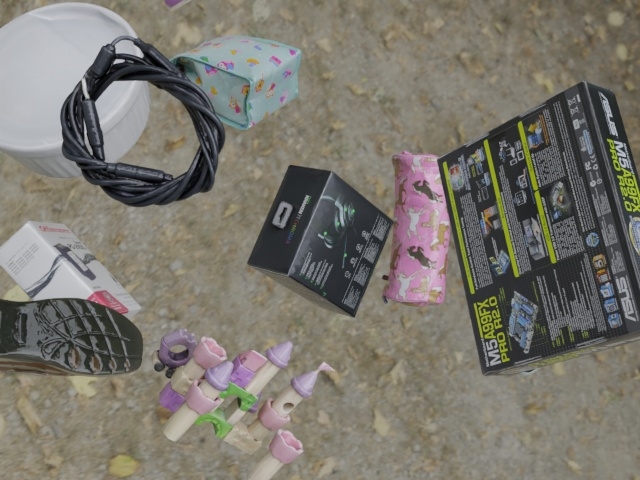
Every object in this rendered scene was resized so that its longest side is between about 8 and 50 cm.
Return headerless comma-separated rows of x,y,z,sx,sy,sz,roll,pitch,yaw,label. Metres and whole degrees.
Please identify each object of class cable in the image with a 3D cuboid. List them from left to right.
-0.183,-0.110,0.877,0.184,0.047,0.150,44,93,7,cable

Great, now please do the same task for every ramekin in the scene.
-0.384,-0.218,1.306,0.272,0.127,0.273,-3,64,7,ramekin

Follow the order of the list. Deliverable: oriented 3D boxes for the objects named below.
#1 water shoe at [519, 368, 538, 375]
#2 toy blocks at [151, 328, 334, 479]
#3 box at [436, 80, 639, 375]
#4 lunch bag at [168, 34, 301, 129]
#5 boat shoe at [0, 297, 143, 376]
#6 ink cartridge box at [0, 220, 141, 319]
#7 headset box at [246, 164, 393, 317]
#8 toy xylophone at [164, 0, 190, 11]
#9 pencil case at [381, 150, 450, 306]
0.393,0.142,1.484,0.073,0.080,0.203,35,88,11,water shoe
-0.160,0.285,1.786,0.288,0.309,0.260,36,100,-26,toy blocks
0.248,-0.006,0.942,0.060,0.216,0.270,6,67,-40,box
-0.212,-0.390,2.021,0.262,0.160,0.223,23,40,21,lunch bag
-0.443,0.154,1.345,0.324,0.120,0.123,14,64,-29,boat shoe
-0.474,0.079,1.623,0.100,0.172,0.237,-44,86,3,ink cartridge box
0.000,0.000,1.882,0.283,0.131,0.246,34,75,-47,headset box
-0.139,-0.430,1.313,0.322,0.236,0.081,-38,107,-42,toy xylophone
0.242,-0.029,2.138,0.160,0.167,0.386,2,93,-72,pencil case
